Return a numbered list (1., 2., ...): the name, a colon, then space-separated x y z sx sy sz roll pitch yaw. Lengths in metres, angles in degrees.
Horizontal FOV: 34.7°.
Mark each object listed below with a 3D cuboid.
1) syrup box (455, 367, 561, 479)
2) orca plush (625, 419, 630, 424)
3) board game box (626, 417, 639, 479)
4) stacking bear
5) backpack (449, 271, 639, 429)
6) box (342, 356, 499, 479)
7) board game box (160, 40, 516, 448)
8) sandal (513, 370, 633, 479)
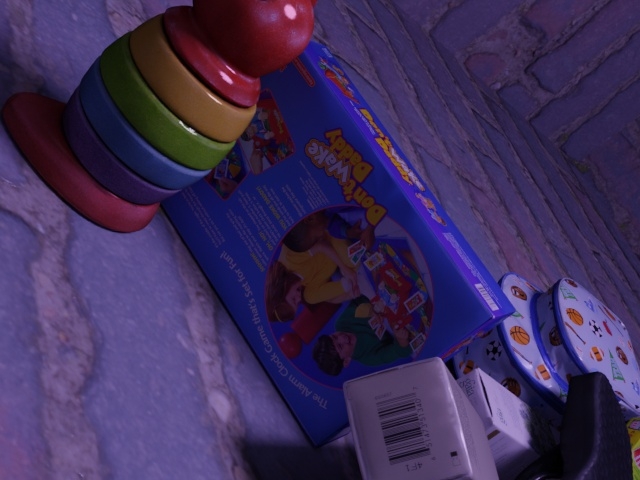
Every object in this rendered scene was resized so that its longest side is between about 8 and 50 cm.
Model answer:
1. syrup box: 0.238 0.266 1.275 0.237 0.096 0.093 36 25 -31
2. orca plush: 0.465 0.302 1.654 0.287 0.102 0.151 26 32 -46
3. board game box: 0.518 0.375 1.604 0.043 0.092 0.181 0 -51 57
4. stacking bear: -0.129 -0.154 0.975 0.164 0.289 0.175 57 22 16
5. backpack: 0.311 0.177 1.440 0.263 0.213 0.276 30 30 -19
6. box: 0.107 0.204 0.979 0.275 0.094 0.113 55 21 -62
7. board game box: 0.000 0.000 1.054 0.347 0.233 0.078 56 22 15
8. sandal: 0.276 0.298 1.137 0.167 0.107 0.446 67 24 -9
